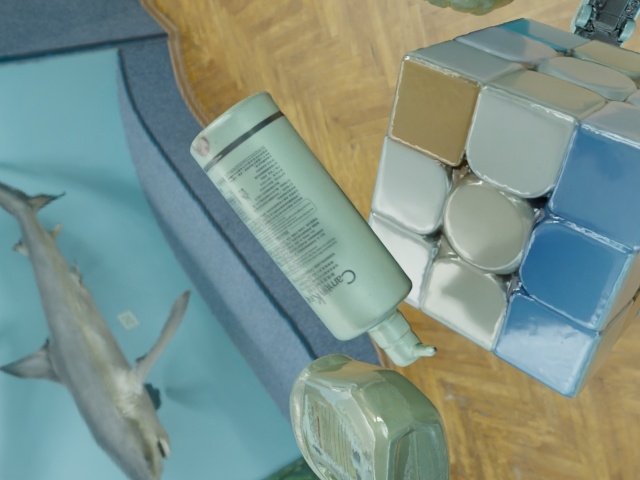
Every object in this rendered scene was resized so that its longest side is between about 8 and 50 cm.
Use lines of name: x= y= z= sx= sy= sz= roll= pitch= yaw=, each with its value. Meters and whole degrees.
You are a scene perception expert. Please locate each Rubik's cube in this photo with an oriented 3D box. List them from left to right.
Rubik's cube: x=0.304 y=-0.070 z=0.915 sx=0.347 sy=0.347 sz=0.344 roll=31 pitch=129 yaw=31

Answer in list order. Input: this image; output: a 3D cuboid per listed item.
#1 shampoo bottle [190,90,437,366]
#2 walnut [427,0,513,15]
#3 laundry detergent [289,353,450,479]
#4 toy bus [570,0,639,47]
shampoo bottle: x=0.000 y=0.000 z=0.583 sx=0.262 sy=0.085 sz=0.085 roll=52 pitch=148 yaw=-5
walnut: x=0.258 y=-0.518 z=1.094 sx=0.253 sy=0.282 sz=0.276 roll=41 pitch=134 yaw=14
laundry detergent: x=0.037 y=0.217 z=0.764 sx=0.253 sy=0.091 sz=0.181 roll=14 pitch=114 yaw=61
toy bus: x=0.691 y=-0.594 z=1.574 sx=0.133 sy=0.164 sz=0.271 roll=20 pitch=125 yaw=4
